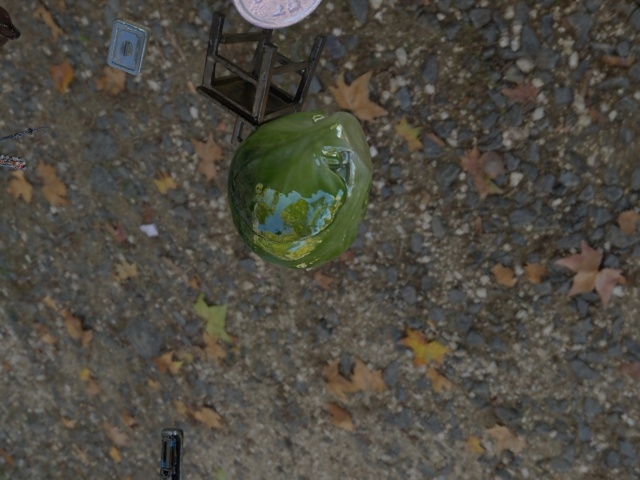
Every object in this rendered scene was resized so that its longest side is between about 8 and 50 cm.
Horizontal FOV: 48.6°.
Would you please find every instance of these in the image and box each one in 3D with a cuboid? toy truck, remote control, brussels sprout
[{"bbox_3d":[-0.775,-0.196,1.780,0.024,0.083,0.032,49,114,27],"label":"toy truck"},{"bbox_3d":[-0.257,0.428,1.206,0.059,0.028,0.212,-12,73,45],"label":"remote control"},{"bbox_3d":[-0.039,-0.116,1.475,0.354,0.281,0.289,-39,54,30],"label":"brussels sprout"}]

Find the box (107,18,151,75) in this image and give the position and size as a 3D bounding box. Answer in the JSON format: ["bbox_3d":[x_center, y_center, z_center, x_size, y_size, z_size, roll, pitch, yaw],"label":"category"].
[{"bbox_3d":[-0.471,-0.483,1.758,0.089,0.062,0.122,20,121,-2],"label":"box"}]

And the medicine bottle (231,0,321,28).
[{"bbox_3d":[-0.135,-0.587,1.381,0.325,0.212,0.212,60,146,34],"label":"medicine bottle"}]

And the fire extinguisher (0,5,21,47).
[{"bbox_3d":[-0.765,-0.483,1.484,0.341,0.141,0.105,25,103,18],"label":"fire extinguisher"}]

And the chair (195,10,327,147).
[{"bbox_3d":[-0.179,-0.357,1.814,0.203,0.240,0.416,34,125,17],"label":"chair"}]

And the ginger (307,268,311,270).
[{"bbox_3d":[0.003,0.002,1.824,0.067,0.165,0.096,41,170,-25],"label":"ginger"}]

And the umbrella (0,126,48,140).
[{"bbox_3d":[-0.820,-0.291,1.935,0.022,0.148,0.022,-125,25,-55],"label":"umbrella"}]
